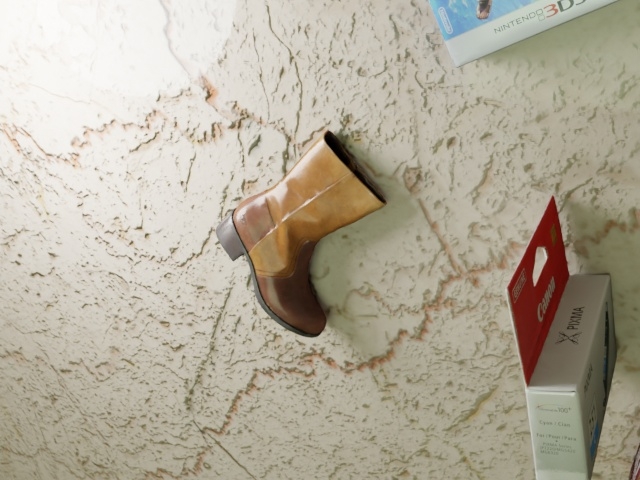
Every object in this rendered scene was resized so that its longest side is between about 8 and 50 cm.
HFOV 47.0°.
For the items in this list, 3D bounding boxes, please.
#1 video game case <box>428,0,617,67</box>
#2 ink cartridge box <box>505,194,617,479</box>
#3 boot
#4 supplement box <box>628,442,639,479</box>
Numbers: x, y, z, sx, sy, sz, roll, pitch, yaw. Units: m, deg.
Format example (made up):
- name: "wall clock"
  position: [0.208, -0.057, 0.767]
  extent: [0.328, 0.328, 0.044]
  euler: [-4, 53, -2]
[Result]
- name: "video game case"
  position: [0.227, -0.379, 0.878]
  extent: [0.244, 0.061, 0.270]
  euler: [-17, 105, 33]
- name: "ink cartridge box"
  position: [0.315, 0.112, 0.930]
  extent: [0.066, 0.296, 0.261]
  euler: [-3, 113, 29]
- name: "boot"
  position: [0.000, 0.000, 1.201]
  extent: [0.280, 0.096, 0.264]
  euler: [-35, 87, 29]
- name: "supplement box"
  position: [0.543, 0.332, 1.021]
  extent: [0.194, 0.129, 0.192]
  euler: [15, 121, 22]
